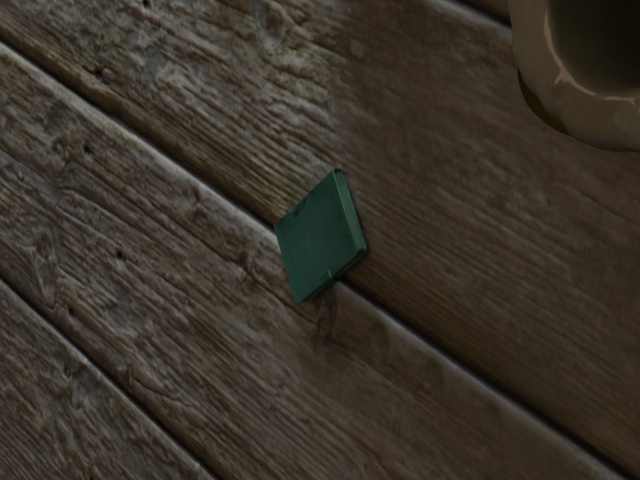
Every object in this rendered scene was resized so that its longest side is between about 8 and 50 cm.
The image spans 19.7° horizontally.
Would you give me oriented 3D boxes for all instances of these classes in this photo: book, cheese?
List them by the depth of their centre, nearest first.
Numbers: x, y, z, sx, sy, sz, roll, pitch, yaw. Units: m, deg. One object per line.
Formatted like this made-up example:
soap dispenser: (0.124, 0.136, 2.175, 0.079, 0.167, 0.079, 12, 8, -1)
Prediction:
cheese: (0.288, -0.213, 1.316, 0.332, 0.153, 0.292, -19, 89, 42)
book: (0.000, 0.000, 1.947, 0.135, 0.017, 0.103, -42, 59, 50)

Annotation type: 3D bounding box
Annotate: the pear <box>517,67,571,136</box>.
pear: (0.218, -0.152, 1.528, 0.141, 0.104, 0.141, 10, 102, 51)
